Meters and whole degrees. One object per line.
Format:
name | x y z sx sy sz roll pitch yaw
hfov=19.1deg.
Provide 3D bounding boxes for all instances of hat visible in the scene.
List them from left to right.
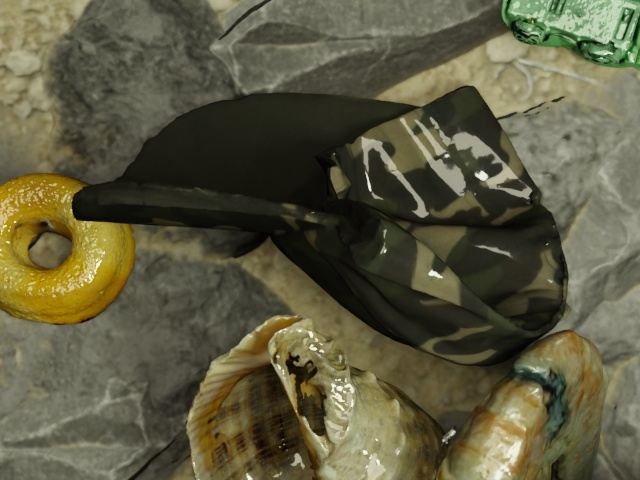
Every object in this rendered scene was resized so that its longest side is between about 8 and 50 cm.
hat | 0.000 0.000 1.630 0.382 0.366 0.257 -15 103 27

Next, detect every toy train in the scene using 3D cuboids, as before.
toy train | 0.241 -0.203 1.709 0.149 0.081 0.099 15 81 14

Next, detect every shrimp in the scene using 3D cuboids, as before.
shrimp | 0.152 0.245 1.556 0.085 0.247 0.360 22 92 32

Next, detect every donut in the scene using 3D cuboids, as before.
donut | -0.247 0.004 1.722 0.152 0.058 0.151 -2 78 8

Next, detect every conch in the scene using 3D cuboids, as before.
conch | 0.016 0.180 1.607 0.210 0.159 0.291 3 113 41
